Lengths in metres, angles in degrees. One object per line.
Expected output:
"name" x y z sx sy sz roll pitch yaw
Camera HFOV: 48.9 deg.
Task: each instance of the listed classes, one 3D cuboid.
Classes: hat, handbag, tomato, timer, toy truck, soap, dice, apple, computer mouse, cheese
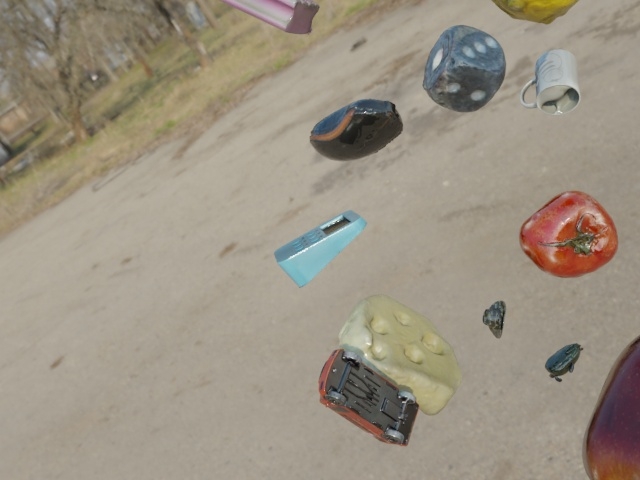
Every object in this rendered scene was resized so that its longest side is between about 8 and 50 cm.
"hat" 0.512 0.233 2.092 0.050 0.121 0.121 9 18 -11
"handbag" 0.619 0.301 1.776 0.111 0.047 0.072 -45 15 -3
"tomato" 0.496 -0.004 1.418 0.187 0.187 0.151 -36 10 -5
"timer" 0.000 0.000 1.895 0.250 0.091 0.232 -40 10 -1
"toy truck" 0.087 0.332 1.475 0.114 0.253 0.107 -19 39 52
"soap" -0.116 -0.458 1.326 0.065 0.203 0.122 -67 -14 21
"dice" 0.410 -0.490 2.016 0.181 0.183 0.182 126 155 -54
"apple" 0.518 0.268 0.967 0.317 0.288 0.288 -46 23 -14
"computer mouse" 0.096 -0.300 2.009 0.323 0.183 0.116 -20 62 53
"cheese" 0.197 0.278 1.728 0.318 0.326 0.115 -4 -46 -51

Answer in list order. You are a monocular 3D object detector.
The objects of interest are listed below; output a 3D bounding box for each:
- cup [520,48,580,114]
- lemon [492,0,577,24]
"cup" 0.547 -0.377 1.686 0.136 0.099 0.133 -1 54 17
"lemon" 0.414 -0.537 1.302 0.233 0.233 0.288 -5 53 53
